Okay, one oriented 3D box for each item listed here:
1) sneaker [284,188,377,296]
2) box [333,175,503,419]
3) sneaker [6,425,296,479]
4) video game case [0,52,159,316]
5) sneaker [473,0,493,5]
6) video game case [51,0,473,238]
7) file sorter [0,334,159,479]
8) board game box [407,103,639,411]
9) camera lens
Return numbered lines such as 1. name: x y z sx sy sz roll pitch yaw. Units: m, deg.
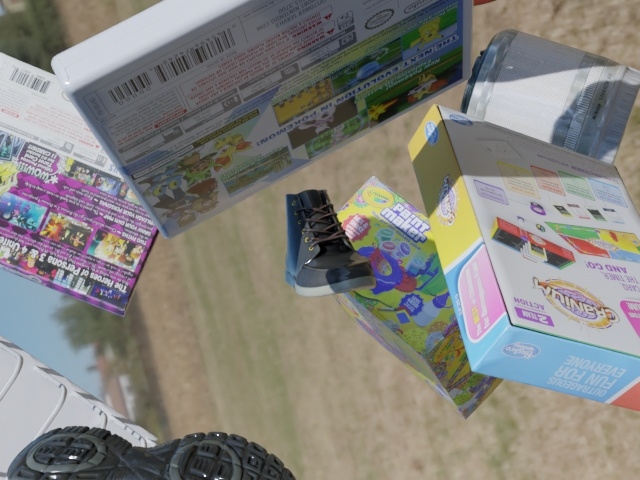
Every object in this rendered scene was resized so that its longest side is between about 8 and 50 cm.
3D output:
1. sneaker: 0.000 0.000 1.363 0.222 0.083 0.118 -167 71 -70
2. box: 0.161 0.093 1.840 0.290 0.177 0.279 40 172 34
3. sneaker: -0.143 0.249 1.054 0.109 0.286 0.130 -54 -37 -56
4. video game case: -0.269 -0.059 1.185 0.042 0.232 0.210 120 171 -72
5. sneaker: 0.151 -0.356 1.370 0.145 0.270 0.090 80 168 -48
6. video game case: -0.023 -0.140 0.935 0.036 0.329 0.300 60 175 21
7. file sorter: -0.334 0.276 1.422 0.277 0.193 0.173 39 166 -26
8. board game box: 0.229 0.014 1.130 0.064 0.242 0.317 -57 28 35
9. camera lens: 0.393 -0.230 1.980 0.219 0.274 0.219 20 -90 -77
